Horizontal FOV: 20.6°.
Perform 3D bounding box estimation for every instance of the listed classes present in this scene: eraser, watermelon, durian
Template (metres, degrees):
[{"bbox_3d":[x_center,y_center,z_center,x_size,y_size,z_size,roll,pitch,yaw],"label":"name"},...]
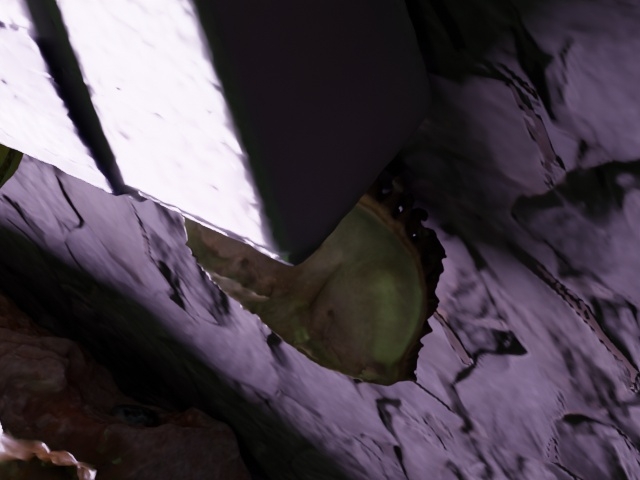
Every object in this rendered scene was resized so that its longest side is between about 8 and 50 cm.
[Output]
[{"bbox_3d":[-0.109,-0.101,0.580,0.287,0.086,0.130,24,151,33],"label":"eraser"},{"bbox_3d":[-0.151,0.165,1.028,0.264,0.151,0.302,24,121,31],"label":"watermelon"},{"bbox_3d":[0.004,0.003,0.628,0.130,0.066,0.052,42,159,-29],"label":"durian"}]

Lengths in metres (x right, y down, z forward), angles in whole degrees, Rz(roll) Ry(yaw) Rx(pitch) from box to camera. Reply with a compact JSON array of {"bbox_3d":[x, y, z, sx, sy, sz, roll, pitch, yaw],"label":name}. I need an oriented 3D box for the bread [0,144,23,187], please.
[{"bbox_3d":[-0.185,-0.073,0.760,0.130,0.071,0.139,29,156,29],"label":"bread"}]
